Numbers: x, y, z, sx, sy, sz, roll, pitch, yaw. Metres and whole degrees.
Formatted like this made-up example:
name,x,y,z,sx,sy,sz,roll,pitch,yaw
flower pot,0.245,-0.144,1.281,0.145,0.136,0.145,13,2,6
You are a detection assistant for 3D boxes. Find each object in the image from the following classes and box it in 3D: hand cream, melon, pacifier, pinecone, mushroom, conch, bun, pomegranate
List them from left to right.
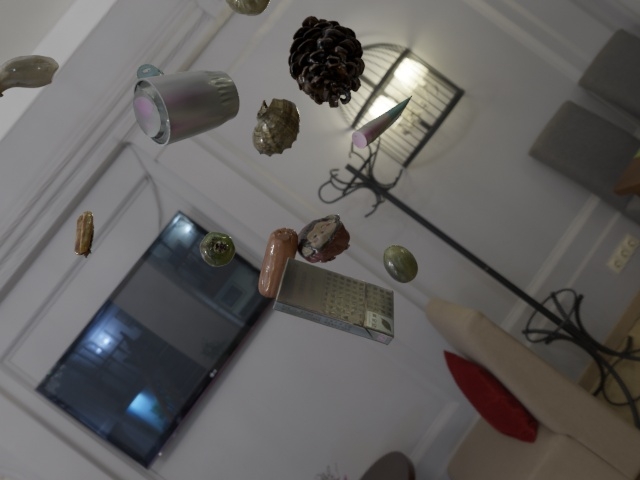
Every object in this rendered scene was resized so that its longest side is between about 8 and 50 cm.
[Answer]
name,x,y,z,sx,sy,sz,roll,pitch,yaw
mushroom,-0.885,-0.489,1.394,0.213,0.097,0.088,-27,10,-18
pacifier,-0.732,-0.681,2.024,0.116,0.127,0.150,-82,-15,-61
pomegranate,-0.507,0.050,2.370,0.210,0.179,0.179,25,75,48
bun,-0.278,-0.921,1.740,0.173,0.166,0.113,-21,3,13
conch,-0.172,-0.431,1.876,0.210,0.158,0.291,-16,-14,-6
pinecone,0.016,-0.511,1.348,0.224,0.224,0.272,-54,29,34
hand cream,0.238,-0.436,1.748,0.312,0.070,0.111,-39,-13,-31
melon,0.252,0.073,1.485,0.098,0.130,0.098,-31,6,4

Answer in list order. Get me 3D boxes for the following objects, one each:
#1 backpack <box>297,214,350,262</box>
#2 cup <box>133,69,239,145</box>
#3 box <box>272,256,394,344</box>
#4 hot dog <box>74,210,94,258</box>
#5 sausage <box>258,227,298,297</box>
name,x,y,z,sx,sy,sz,roll,pitch,yaw
backpack,-0.001,-0.002,1.900,0.229,0.139,0.229,-20,38,17
cup,-0.526,-0.541,1.860,0.372,0.253,0.253,-30,-15,-37
box,0.045,0.163,1.292,0.180,0.325,0.047,-79,8,-53
hot dog,-0.584,-0.015,1.172,0.056,0.041,0.133,-29,56,31
sausage,-0.169,0.089,1.884,0.121,0.121,0.304,-53,-19,-60
